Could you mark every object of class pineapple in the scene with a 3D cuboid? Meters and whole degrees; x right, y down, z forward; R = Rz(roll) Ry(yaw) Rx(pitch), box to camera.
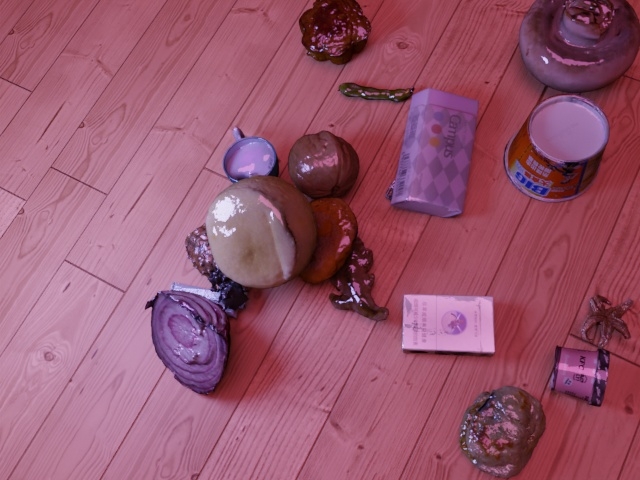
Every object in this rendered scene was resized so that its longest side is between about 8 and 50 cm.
[{"bbox_3d":[-0.304,0.088,1.924,0.158,0.158,0.278,-25,64,-2],"label":"pineapple"}]

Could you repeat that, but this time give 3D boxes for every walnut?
[{"bbox_3d":[0.008,-0.235,1.986,0.228,0.228,0.228,-2,70,6],"label":"walnut"}]

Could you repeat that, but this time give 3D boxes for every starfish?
[{"bbox_3d":[0.800,0.213,1.774,0.210,0.053,0.150,-25,62,-27],"label":"starfish"}]

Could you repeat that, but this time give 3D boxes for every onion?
[{"bbox_3d":[-0.361,0.287,1.868,0.314,0.280,0.146,27,32,25],"label":"onion"}]

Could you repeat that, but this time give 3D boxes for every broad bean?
[{"bbox_3d":[0.184,-0.493,2.136,0.256,0.052,0.052,6,33,9],"label":"broad bean"}]

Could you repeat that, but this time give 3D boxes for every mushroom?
[{"bbox_3d":[0.802,-0.640,1.979,0.362,0.294,0.362,-2,70,5],"label":"mushroom"}]

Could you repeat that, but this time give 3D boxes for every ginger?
[{"bbox_3d":[0.091,0.103,1.920,0.166,0.080,0.333,-23,69,19],"label":"ginger"}]

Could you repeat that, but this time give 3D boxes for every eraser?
[{"bbox_3d":[0.361,-0.277,2.006,0.213,0.082,0.396,13,72,-3],"label":"eraser"}]

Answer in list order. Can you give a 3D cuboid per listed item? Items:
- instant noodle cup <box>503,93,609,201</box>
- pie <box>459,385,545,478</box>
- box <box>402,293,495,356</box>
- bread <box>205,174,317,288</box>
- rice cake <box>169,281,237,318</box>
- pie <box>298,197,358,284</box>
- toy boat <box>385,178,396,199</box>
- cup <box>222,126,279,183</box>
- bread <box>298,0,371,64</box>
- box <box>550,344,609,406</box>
[{"bbox_3d":[0.707,-0.282,1.905,0.296,0.214,0.296,-2,71,6],"label":"instant noodle cup"},{"bbox_3d":[0.483,0.502,1.717,0.201,0.090,0.248,29,73,19],"label":"pie"},{"bbox_3d":[0.364,0.242,1.837,0.256,0.069,0.164,1,70,8],"label":"box"},{"bbox_3d":[-0.160,-0.026,1.817,0.321,0.237,0.320,1,96,13],"label":"bread"},{"bbox_3d":[-0.357,0.184,1.965,0.226,0.040,0.085,8,71,10],"label":"rice cake"},{"bbox_3d":[0.000,-0.001,1.919,0.273,0.069,0.273,-15,66,37],"label":"pie"},{"bbox_3d":[0.233,-0.165,2.019,0.038,0.038,0.083,26,76,15],"label":"toy boat"},{"bbox_3d":[-0.207,-0.217,2.020,0.167,0.173,0.299,-24,70,-2],"label":"cup"},{"bbox_3d":[0.037,-0.717,2.190,0.232,0.135,0.246,-34,70,-5],"label":"bread"},{"bbox_3d":[0.690,0.354,1.718,0.135,0.151,0.151,11,72,21],"label":"box"}]
